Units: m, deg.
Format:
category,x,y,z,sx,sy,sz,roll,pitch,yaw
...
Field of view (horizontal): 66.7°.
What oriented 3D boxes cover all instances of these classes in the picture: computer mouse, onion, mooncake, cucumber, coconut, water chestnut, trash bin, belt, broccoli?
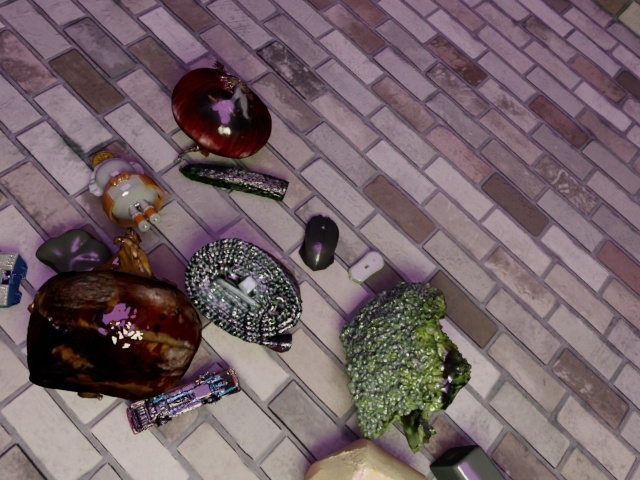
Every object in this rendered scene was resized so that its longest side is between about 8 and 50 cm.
category,x,y,z,sx,sy,sz,roll,pitch,yaw
computer mouse,0.000,0.000,1.285,0.099,0.057,0.172,14,62,-4
onion,-0.274,-0.312,1.297,0.273,0.285,0.273,30,29,-18
mooncake,-0.564,0.060,1.116,0.175,0.104,0.168,20,71,0
computer mouse,0.119,0.075,1.295,0.110,0.032,0.055,-37,78,-12
cucumber,-0.233,-0.165,1.301,0.294,0.067,0.067,12,66,-6
coconut,0.080,0.534,0.986,0.245,0.233,0.233,27,65,-2
water chestnut,-0.404,0.147,0.988,0.336,0.335,0.346,11,71,-8
trash bin,0.362,0.575,1.060,0.101,0.176,0.236,-29,73,-20
belt,-0.164,0.121,1.142,0.295,0.160,0.206,30,84,2
broccoli,0.186,0.276,1.096,0.278,0.338,0.317,-20,95,10

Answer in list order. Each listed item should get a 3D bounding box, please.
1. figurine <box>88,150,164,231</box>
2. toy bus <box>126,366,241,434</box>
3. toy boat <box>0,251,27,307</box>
category,x,y,z,sx,sy,sz,roll,pitch,yaw
figurine,-0.483,-0.131,1.190,0.143,0.143,0.271,-33,78,-22
toy bus,-0.293,0.345,1.056,0.235,0.096,0.073,-17,73,-19
toy boat,-0.820,0.081,1.056,0.296,0.088,0.129,4,67,-11
